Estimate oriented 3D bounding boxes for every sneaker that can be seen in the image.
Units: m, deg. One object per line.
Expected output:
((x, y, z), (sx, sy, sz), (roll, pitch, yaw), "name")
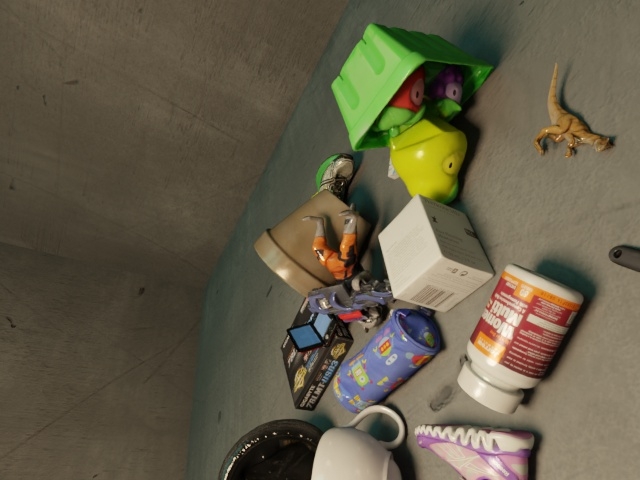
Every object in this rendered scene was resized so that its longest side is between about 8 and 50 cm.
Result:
((0.256, 0.376, 0.702), (0.236, 0.095, 0.105), (-29, 56, 56), "sneaker")
((0.046, -0.158, 1.487), (0.146, 0.134, 0.344), (-116, 39, -48), "sneaker")

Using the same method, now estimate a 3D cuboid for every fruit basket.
((0.245, -0.279, 0.940), (0.283, 0.391, 0.393), (-48, 34, 44), "fruit basket")

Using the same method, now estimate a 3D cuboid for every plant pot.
((0.000, 0.000, 1.283), (0.280, 0.323, 0.323), (-52, 27, 6), "plant pot")

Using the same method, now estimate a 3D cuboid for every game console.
((-0.027, 0.258, 1.220), (0.124, 0.085, 0.144), (-67, 26, 9), "game console")

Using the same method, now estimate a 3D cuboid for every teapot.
((0.095, 0.513, 0.840), (0.252, 0.186, 0.256), (1, -94, -75), "teapot")

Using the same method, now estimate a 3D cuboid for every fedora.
((-0.101, 0.652, 1.096), (0.153, 0.333, 0.335), (79, -165, -65), "fedora")

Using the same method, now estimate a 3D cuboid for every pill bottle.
((0.319, 0.160, 0.667), (0.221, 0.121, 0.121), (-68, 25, 10), "pill bottle")

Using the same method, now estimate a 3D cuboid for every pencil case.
((0.147, 0.280, 0.950), (0.133, 0.119, 0.306), (53, 127, 26), "pencil case")

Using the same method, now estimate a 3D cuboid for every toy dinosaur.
((0.445, -0.214, 0.747), (0.112, 0.064, 0.212), (-36, 49, 26), "toy dinosaur")

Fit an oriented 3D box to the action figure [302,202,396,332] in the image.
((0.105, 0.077, 1.045), (0.341, 0.178, 0.331), (-8, 103, 45), "action figure")

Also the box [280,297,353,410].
((-0.027, 0.345, 1.346), (0.296, 0.073, 0.293), (-63, 27, 18), "box")

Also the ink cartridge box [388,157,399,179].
((0.233, -0.234, 1.228), (0.048, 0.028, 0.084), (-23, 54, 59), "ink cartridge box")

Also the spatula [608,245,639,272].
((0.487, 0.058, 0.487), (0.084, 0.030, 0.296), (-67, 24, 10), "spatula")

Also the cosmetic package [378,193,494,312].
((0.242, 0.029, 0.883), (0.151, 0.151, 0.184), (-51, 33, 38), "cosmetic package")
